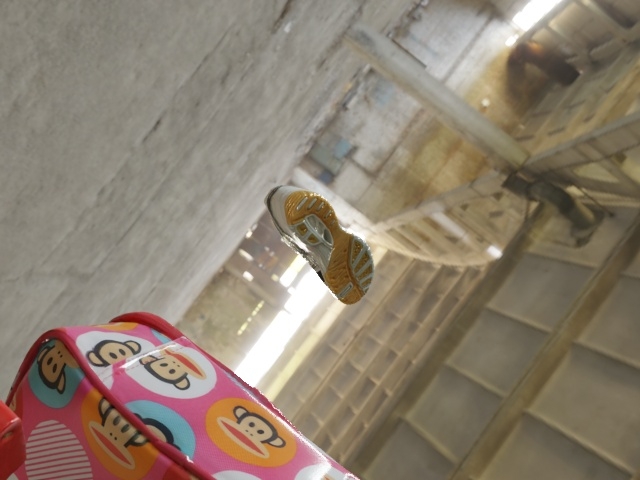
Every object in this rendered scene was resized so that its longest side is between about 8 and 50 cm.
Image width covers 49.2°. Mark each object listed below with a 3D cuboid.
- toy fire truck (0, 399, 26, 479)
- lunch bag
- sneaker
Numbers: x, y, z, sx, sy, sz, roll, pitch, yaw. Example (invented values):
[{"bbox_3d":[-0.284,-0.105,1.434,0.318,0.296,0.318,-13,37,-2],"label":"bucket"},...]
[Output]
[{"bbox_3d":[-0.178,0.073,0.218,0.135,0.047,0.192,-44,162,-28],"label":"toy fire truck"},{"bbox_3d":[-0.113,0.221,0.483,0.258,0.293,0.120,-61,159,17],"label":"lunch bag"},{"bbox_3d":[0.000,0.000,0.378,0.032,0.083,0.037,-44,-143,-16],"label":"sneaker"}]
